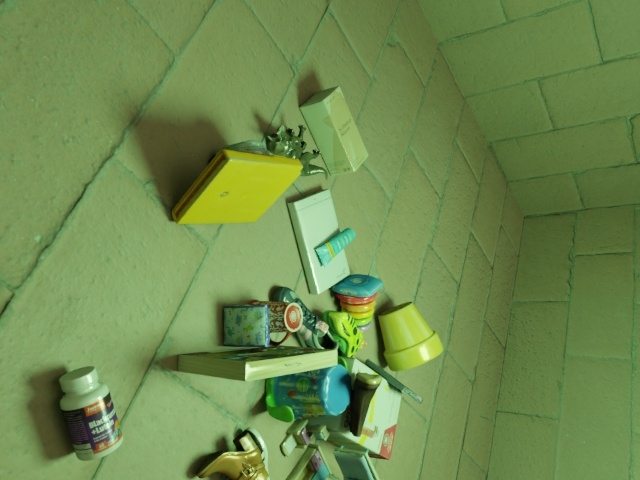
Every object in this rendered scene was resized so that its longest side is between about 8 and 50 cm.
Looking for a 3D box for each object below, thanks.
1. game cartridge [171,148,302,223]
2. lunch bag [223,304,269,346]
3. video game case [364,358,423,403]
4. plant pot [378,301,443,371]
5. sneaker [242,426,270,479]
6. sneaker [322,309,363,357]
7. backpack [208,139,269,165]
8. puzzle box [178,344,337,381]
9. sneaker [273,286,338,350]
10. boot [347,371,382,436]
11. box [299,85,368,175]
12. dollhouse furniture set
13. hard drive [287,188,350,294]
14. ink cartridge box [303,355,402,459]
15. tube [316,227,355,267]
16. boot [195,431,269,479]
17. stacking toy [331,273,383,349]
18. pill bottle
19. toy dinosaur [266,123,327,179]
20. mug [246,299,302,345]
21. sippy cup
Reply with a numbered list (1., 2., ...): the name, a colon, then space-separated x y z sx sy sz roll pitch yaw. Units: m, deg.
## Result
1. game cartridge: -0.236 -0.151 1.621 0.324 0.285 0.052 -5 58 -54
2. lunch bag: -0.217 0.260 1.678 0.096 0.151 0.128 4 82 -52
3. video game case: 0.305 0.581 2.259 0.026 0.196 0.274 -53 144 -7
4. plant pot: 0.371 0.404 2.377 0.254 0.254 0.238 -20 86 -52
5. sneaker: -0.221 0.695 1.674 0.121 0.079 0.216 -23 104 -52
6. sneaker: 0.082 0.351 2.094 0.109 0.124 0.295 -48 143 -26
7. backpack: -0.241 -0.241 1.687 0.152 0.182 0.115 -17 99 -52
8. puzzle box: -0.174 0.355 1.626 0.409 0.272 0.052 8 80 -53
9. sneaker: -0.042 0.278 1.923 0.319 0.131 0.112 57 45 -31
10. boot: 0.145 0.546 1.821 0.248 0.090 0.206 106 -8 -77
11. box: 0.057 -0.426 2.154 0.148 0.121 0.311 -53 126 -41
12. dollhouse furniture set: 0.038 0.780 1.821 0.198 0.304 0.286 -45 120 -47
13. hard drive: 0.000 0.000 2.086 0.233 0.047 0.352 -27 107 -51
14. ink cartridge box: 0.135 0.638 2.083 0.385 0.160 0.279 42 53 -41
15. tube: 0.056 0.020 2.085 0.207 0.052 0.080 -39 109 -42
16. boot: -0.249 0.673 1.591 0.197 0.073 0.152 -26 90 -32
17. stacking toy: 0.147 0.299 2.181 0.166 0.175 0.301 -30 123 -56
18. pill bottle: -0.537 0.397 1.275 0.108 0.108 0.193 -25 106 -51
19. toy dinosaur: -0.091 -0.309 1.977 0.160 0.121 0.313 -57 134 -24
20. mug: -0.140 0.256 1.765 0.150 0.169 0.113 54 46 -33
21. sippy cup: -0.026 0.492 1.840 0.240 0.224 0.305 49 50 -37
